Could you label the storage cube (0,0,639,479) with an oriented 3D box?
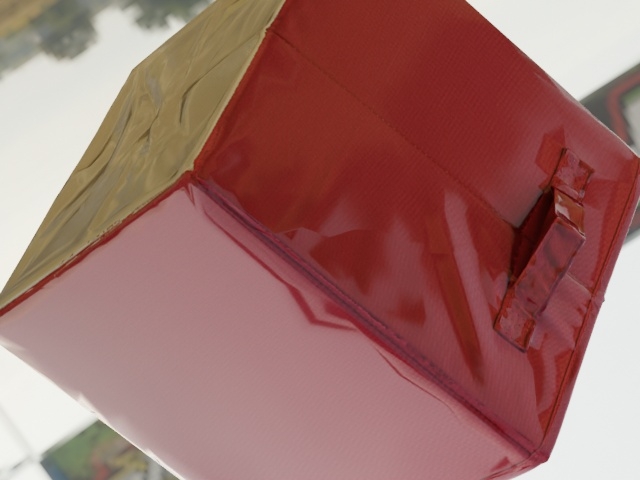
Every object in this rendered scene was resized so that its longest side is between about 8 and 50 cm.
[{"bbox_3d":[0.000,0.000,0.839,0.215,0.193,0.184,-32,-155,48],"label":"storage cube"}]
